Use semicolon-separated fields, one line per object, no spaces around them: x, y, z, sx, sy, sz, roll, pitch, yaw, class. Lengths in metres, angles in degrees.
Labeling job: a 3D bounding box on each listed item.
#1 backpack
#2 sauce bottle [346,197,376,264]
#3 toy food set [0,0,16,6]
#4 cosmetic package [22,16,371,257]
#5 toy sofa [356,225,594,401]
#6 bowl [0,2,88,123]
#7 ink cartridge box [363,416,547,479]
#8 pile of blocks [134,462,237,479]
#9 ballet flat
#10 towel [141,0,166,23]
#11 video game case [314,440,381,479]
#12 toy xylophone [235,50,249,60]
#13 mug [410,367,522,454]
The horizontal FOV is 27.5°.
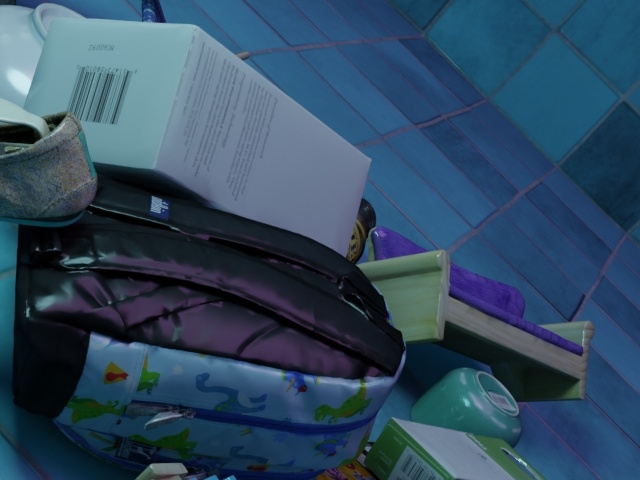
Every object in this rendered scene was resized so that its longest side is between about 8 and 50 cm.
-0.101;0.090;1.203;0.355;0.273;0.290;2;30;-13;backpack
0.000;0.000;1.745;0.111;0.111;0.344;44;22;4;sauce bottle
-0.328;-0.347;1.658;0.306;0.092;0.220;-7;37;-9;toy food set
-0.122;-0.089;1.387;0.197;0.155;0.365;9;-11;31;cosmetic package
0.215;0.100;1.789;0.362;0.150;0.177;24;66;-42;toy sofa
-0.305;-0.178;1.506;0.298;0.134;0.298;36;21;-16;bowl
0.157;0.258;1.416;0.209;0.062;0.109;18;16;-46;ink cartridge box
-0.114;0.255;0.981;0.112;0.149;0.362;52;22;25;pile of blocks
-0.340;-0.079;1.063;0.316;0.106;0.107;1;32;-5;ballet flat
-0.194;-0.169;1.648;0.336;0.040;0.243;-104;-179;-57;towel
0.077;0.292;1.325;0.275;0.035;0.248;38;14;35;video game case
-0.095;-0.138;1.771;0.236;0.081;0.322;62;12;-1;toy xylophone
0.197;0.222;1.688;0.129;0.097;0.158;41;21;-6;mug
